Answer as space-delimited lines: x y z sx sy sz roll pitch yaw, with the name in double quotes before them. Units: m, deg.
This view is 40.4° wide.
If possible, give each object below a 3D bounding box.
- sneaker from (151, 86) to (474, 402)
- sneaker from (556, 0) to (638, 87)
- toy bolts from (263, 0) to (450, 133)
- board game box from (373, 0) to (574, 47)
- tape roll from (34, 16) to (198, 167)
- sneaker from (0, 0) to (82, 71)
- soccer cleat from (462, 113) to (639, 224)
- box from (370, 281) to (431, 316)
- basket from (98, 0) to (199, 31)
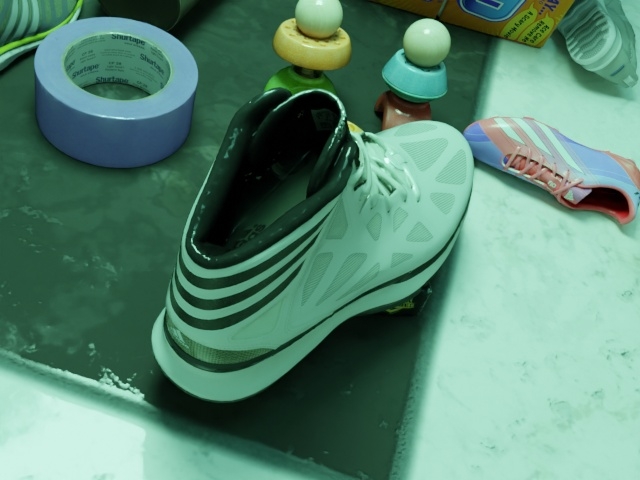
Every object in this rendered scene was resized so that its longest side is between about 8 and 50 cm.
"sneaker" 0.040 -0.048 0.824 0.169 0.257 0.447 40 52 16
"sneaker" 0.449 -0.338 1.410 0.115 0.105 0.281 37 39 -24
"toy bolts" 0.059 -0.202 1.087 0.229 0.158 0.218 3 39 -15
"board game box" 0.249 -0.572 1.292 0.357 0.356 0.356 15 66 -4
"tape roll" -0.246 -0.181 1.047 0.189 0.080 0.189 9 47 -10
"sneaker" -0.391 -0.298 1.077 0.111 0.121 0.300 24 47 4
"soccer cleat" 0.305 -0.094 1.141 0.248 0.083 0.095 17 51 -5
"box" 0.000 0.000 0.980 0.220 0.051 0.175 3 50 -14
"basket" -0.214 -0.404 1.213 0.205 0.154 0.226 20 50 2
